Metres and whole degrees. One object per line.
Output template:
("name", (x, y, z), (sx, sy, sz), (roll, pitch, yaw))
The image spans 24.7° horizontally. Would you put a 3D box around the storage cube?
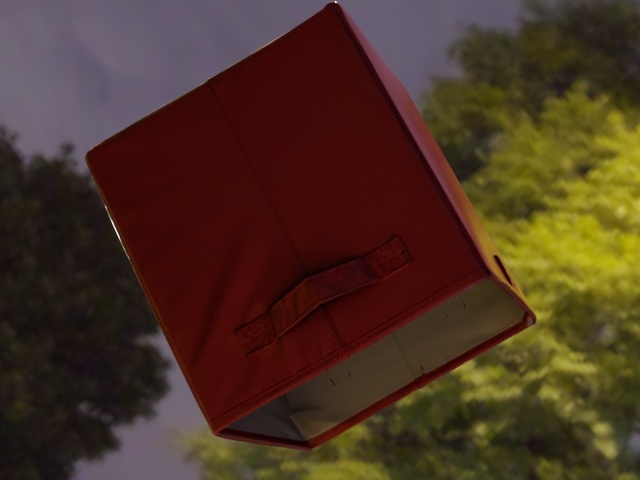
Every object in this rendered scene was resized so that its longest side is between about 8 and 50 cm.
("storage cube", (0.000, 0.000, 0.907), (0.193, 0.184, 0.215), (63, 10, 18))
